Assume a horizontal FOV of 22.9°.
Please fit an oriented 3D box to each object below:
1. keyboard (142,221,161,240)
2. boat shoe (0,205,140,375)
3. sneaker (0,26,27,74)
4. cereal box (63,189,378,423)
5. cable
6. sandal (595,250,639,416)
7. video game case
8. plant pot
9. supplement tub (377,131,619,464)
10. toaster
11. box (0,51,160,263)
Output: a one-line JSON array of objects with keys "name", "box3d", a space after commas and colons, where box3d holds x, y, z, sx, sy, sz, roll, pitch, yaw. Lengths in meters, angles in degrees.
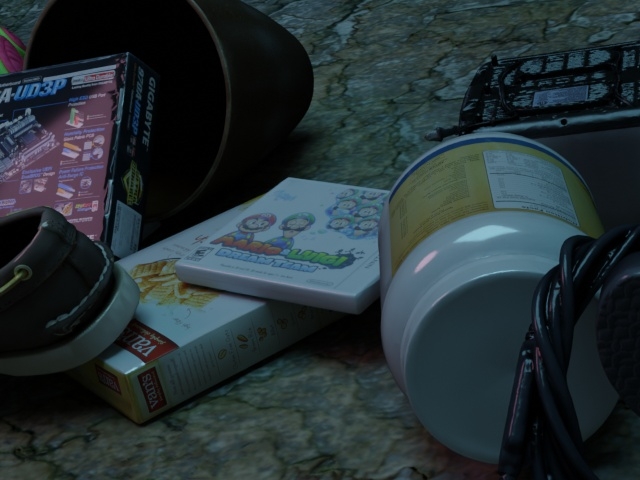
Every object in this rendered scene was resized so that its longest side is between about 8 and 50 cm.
[{"name": "keyboard", "box3d": [-0.225, 0.039, 1.278, 0.072, 0.014, 0.256, -4, 24, 32]}, {"name": "boat shoe", "box3d": [-0.281, 0.047, 1.116, 0.324, 0.097, 0.117, -11, 40, 32]}, {"name": "sneaker", "box3d": [-0.363, -0.120, 1.570, 0.202, 0.185, 0.483, -48, 34, -3]}, {"name": "cereal box", "box3d": [-0.077, 0.039, 1.151, 0.240, 0.047, 0.173, -26, 27, -28]}, {"name": "cable", "box3d": [0.172, 0.074, 0.802, 0.150, 0.047, 0.184, 16, 67, -1]}, {"name": "sandal", "box3d": [0.242, 0.066, 0.763, 0.254, 0.097, 0.054, 21, 39, -13]}, {"name": "video game case", "box3d": [0.000, 0.000, 1.117, 0.157, 0.019, 0.143, 9, 33, 35]}, {"name": "plant pot", "box3d": [-0.108, -0.137, 1.406, 0.215, 0.215, 0.230, 1, 10, 30]}, {"name": "supplement tub", "box3d": [0.108, 0.031, 0.951, 0.144, 0.144, 0.200, -10, 24, 6]}, {"name": "toaster", "box3d": [0.187, -0.075, 1.195, 0.185, 0.110, 0.168, -6, 23, 14]}, {"name": "box", "box3d": [-0.243, -0.051, 1.281, 0.220, 0.051, 0.175, -7, 67, 25]}]
